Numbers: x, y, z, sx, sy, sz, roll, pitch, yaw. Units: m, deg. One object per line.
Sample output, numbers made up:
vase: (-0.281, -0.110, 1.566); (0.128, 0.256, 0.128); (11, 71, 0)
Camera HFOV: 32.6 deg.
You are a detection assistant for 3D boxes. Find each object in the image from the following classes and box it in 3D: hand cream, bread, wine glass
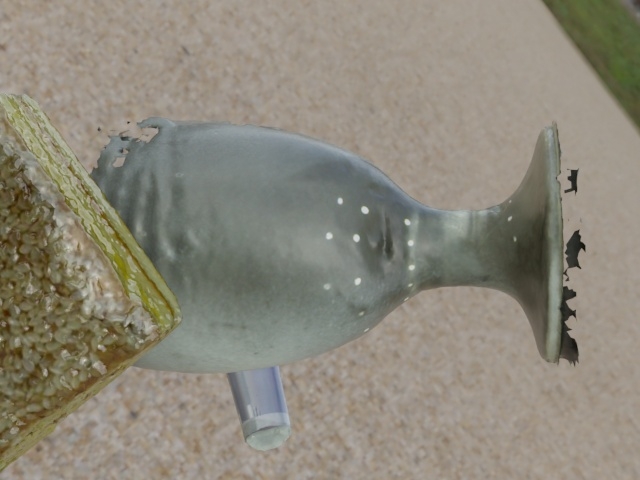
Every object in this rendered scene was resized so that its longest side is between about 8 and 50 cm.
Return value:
hand cream: (-0.085, 0.125, 1.269); (0.048, 0.079, 0.255); (87, -12, -49)
bread: (-0.224, 0.048, 0.661); (0.184, 0.234, 0.110); (53, 4, 5)
wine glass: (0.002, 0.005, 0.784); (0.190, 0.357, 0.190); (2, 90, -80)
